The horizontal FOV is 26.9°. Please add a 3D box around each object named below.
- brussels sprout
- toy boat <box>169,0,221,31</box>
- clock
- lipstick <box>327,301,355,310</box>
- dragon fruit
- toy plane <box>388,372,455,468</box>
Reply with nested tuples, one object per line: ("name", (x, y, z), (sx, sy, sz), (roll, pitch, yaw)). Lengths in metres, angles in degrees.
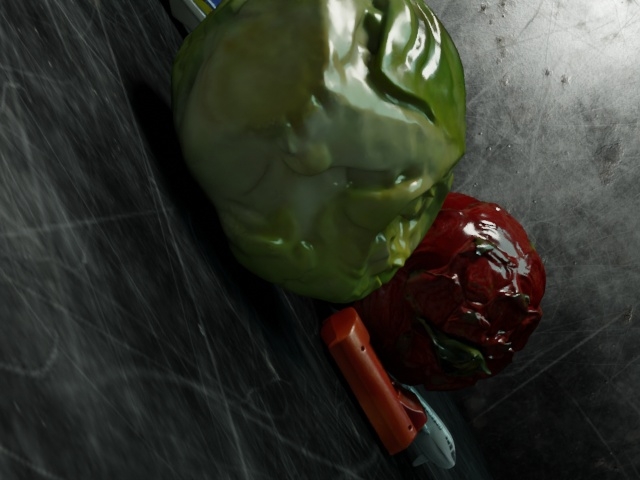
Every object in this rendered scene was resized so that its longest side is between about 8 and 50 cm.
("brussels sprout", (0.008, -0.108, 1.238), (0.344, 0.268, 0.344), (60, 12, -22))
("toy boat", (-0.199, -0.373, 1.834), (0.295, 0.088, 0.129), (47, 10, -24))
("clock", (0.059, 0.154, 1.534), (0.155, 0.061, 0.113), (58, 4, -12))
("lipstick", (0.000, 0.000, 1.678), (0.081, 0.081, 0.299), (64, 3, 32))
("dragon fruit", (0.144, 0.059, 1.638), (0.244, 0.244, 0.299), (60, -16, -17))
("toy plane", (0.117, 0.222, 1.727), (0.171, 0.065, 0.162), (64, 4, 11))
